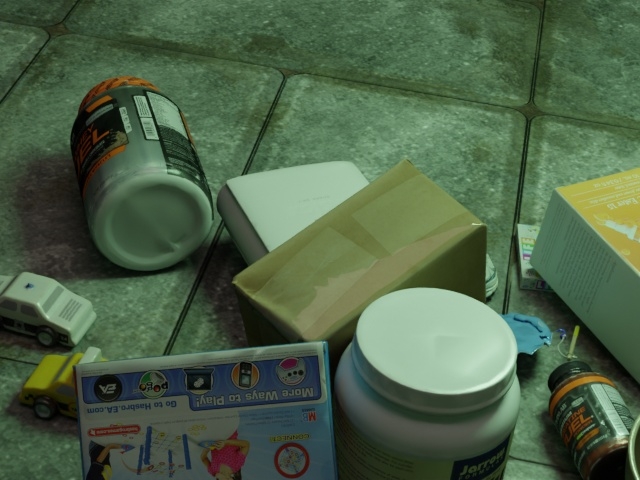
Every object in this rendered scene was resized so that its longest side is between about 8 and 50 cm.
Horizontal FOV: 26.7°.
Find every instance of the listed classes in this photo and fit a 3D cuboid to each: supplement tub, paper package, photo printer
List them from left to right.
[{"bbox_3d":[-0.307,-0.123,2.268,0.207,0.207,0.338,-5,37,-15],"label":"supplement tub"},{"bbox_3d":[0.000,0.000,2.166,0.256,0.107,0.307,-10,39,-21],"label":"photo printer"},{"bbox_3d":[0.062,0.098,1.888,0.325,0.309,0.168,-35,57,-21],"label":"paper package"},{"bbox_3d":[0.127,0.247,1.730,0.235,0.325,0.235,4,37,-3],"label":"supplement tub"},{"bbox_3d":[0.393,0.262,1.936,0.106,0.106,0.198,-4,37,-14],"label":"supplement tub"}]

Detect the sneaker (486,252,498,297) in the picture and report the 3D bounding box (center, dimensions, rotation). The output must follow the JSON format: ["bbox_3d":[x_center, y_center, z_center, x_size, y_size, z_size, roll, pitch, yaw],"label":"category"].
[{"bbox_3d":[0.236,0.035,2.178,0.110,0.122,0.283,10,22,8],"label":"sneaker"}]

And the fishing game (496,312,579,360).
[{"bbox_3d":[0.268,0.151,2.097,0.264,0.041,0.189,3,17,11],"label":"fishing game"}]

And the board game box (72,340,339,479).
[{"bbox_3d":[-0.129,0.285,1.636,0.308,0.302,0.086,-5,-4,3],"label":"board game box"}]

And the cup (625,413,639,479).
[{"bbox_3d":[0.525,0.374,1.692,0.331,0.237,0.331,5,36,-3],"label":"cup"}]

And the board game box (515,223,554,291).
[{"bbox_3d":[0.390,0.031,2.312,0.103,0.026,0.154,6,36,0],"label":"board game box"}]

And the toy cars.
[{"bbox_3d":[-0.387,0.146,1.992,0.176,0.087,0.393,-17,42,-29],"label":"toy cars"}]

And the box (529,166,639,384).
[{"bbox_3d":[0.531,0.061,2.146,0.215,0.168,0.345,-14,47,-28],"label":"box"}]
